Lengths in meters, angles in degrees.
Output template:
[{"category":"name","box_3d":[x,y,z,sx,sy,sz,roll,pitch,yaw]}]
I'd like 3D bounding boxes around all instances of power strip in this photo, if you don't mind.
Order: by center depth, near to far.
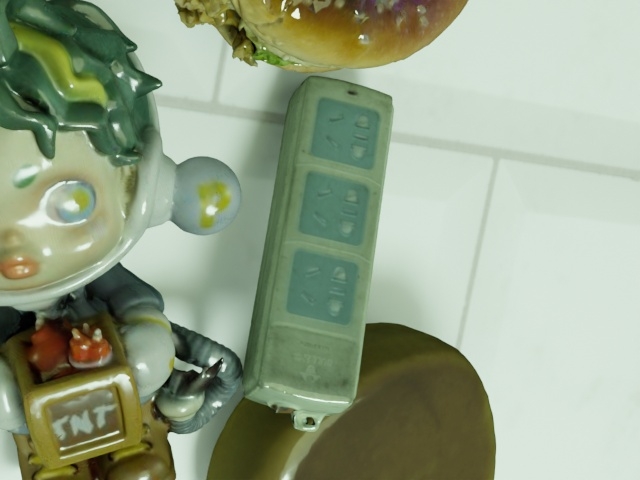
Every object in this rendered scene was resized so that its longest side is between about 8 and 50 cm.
[{"category":"power strip","box_3d":[0.001,0.000,0.988,0.078,0.052,0.272,14,72,-14]}]

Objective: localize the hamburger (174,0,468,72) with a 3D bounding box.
[{"category":"hamburger","box_3d":[0.003,-0.236,0.940,0.286,0.146,0.243,-18,105,-28]}]

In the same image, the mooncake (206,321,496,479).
[{"category":"mooncake","box_3d":[0.032,0.174,1.077,0.235,0.117,0.235,-7,103,-32]}]

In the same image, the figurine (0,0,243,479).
[{"category":"figurine","box_3d":[-0.182,0.012,0.852,0.261,0.186,0.382,-19,119,-18]}]
